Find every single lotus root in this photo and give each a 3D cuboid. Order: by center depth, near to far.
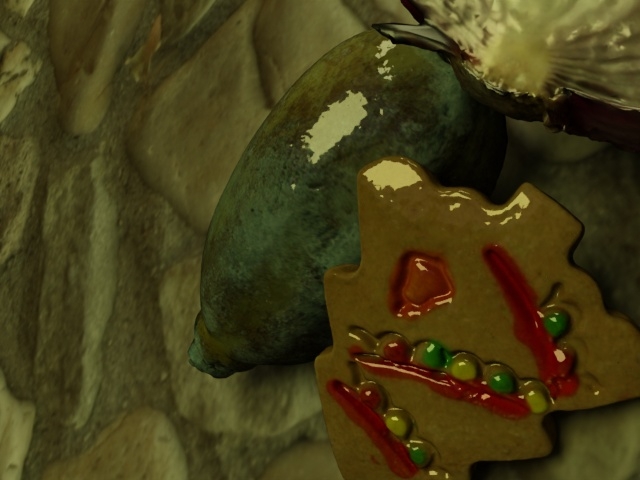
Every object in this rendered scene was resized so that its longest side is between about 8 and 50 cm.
[{"bbox_3d":[0.000,0.000,0.744,0.322,0.158,0.140,-52,24,21],"label":"lotus root"}]

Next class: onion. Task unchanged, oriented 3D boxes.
[{"bbox_3d":[0.205,-0.218,0.632,0.267,0.159,0.348,33,93,16],"label":"onion"}]

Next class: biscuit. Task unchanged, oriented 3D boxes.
[{"bbox_3d":[0.076,0.069,0.646,0.212,0.041,0.238,36,114,7],"label":"biscuit"}]
